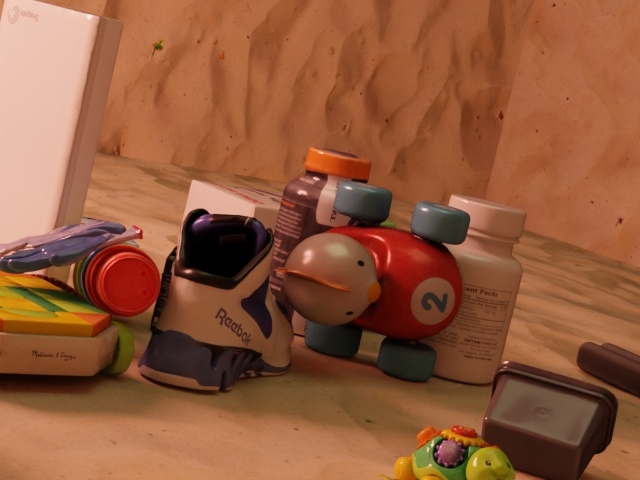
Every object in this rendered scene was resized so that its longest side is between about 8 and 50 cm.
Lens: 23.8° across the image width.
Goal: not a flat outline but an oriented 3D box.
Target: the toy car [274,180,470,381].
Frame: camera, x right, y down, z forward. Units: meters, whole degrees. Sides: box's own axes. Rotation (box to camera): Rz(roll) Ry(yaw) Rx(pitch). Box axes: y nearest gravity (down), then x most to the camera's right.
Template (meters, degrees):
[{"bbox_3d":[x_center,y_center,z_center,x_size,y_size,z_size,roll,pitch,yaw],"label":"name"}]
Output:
[{"bbox_3d":[0.045,0.052,1.842,0.210,0.219,0.238,17,9,25],"label":"toy car"}]

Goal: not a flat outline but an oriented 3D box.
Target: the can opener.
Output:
[{"bbox_3d":[0.475,0.185,2.142,0.074,0.093,0.280,8,4,-30],"label":"can opener"}]

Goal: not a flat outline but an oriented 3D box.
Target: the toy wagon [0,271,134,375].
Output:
[{"bbox_3d":[-0.366,0.070,1.557,0.267,0.068,0.344,7,9,-41],"label":"toy wagon"}]

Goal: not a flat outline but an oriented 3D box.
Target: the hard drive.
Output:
[{"bbox_3d":[-0.350,-0.112,1.842,0.047,0.353,0.233,8,9,-41],"label":"hard drive"}]

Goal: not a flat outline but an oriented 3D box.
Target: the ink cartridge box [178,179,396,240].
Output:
[{"bbox_3d":[-0.056,-0.008,2.493,0.289,0.121,0.211,7,9,-36],"label":"ink cartridge box"}]

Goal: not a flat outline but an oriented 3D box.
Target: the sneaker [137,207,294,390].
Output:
[{"bbox_3d":[-0.092,0.056,1.704,0.128,0.182,0.315,16,8,13],"label":"sneaker"}]

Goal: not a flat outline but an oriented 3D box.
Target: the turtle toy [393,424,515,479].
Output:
[{"bbox_3d":[0.133,0.209,1.395,0.095,0.066,0.130,10,8,-26],"label":"turtle toy"}]

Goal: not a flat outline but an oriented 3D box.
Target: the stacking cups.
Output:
[{"bbox_3d":[-0.232,0.046,1.697,0.096,0.096,0.316,12,-1,-9],"label":"stacking cups"}]

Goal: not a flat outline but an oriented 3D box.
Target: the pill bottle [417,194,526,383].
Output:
[{"bbox_3d":[0.193,0.062,1.985,0.131,0.229,0.131,13,7,-2],"label":"pill bottle"}]

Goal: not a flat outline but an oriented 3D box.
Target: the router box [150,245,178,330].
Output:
[{"bbox_3d":[-0.177,0.061,1.872,0.038,0.092,0.122,13,7,-1],"label":"router box"}]

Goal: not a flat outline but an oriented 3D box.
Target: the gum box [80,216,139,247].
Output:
[{"bbox_3d":[-0.365,-0.006,2.246,0.157,0.041,0.184,10,7,-20],"label":"gum box"}]

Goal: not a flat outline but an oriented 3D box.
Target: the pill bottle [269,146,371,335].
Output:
[{"bbox_3d":[0.000,0.000,2.046,0.131,0.245,0.130,13,8,-2],"label":"pill bottle"}]

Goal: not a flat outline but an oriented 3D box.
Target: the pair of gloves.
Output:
[{"bbox_3d":[-0.276,0.007,1.636,0.159,0.023,0.198,-14,11,-18],"label":"pair of gloves"}]

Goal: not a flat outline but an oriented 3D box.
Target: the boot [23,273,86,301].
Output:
[{"bbox_3d":[-0.335,0.061,1.735,0.158,0.059,0.084,13,2,8],"label":"boot"}]

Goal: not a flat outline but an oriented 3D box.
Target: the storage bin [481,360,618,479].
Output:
[{"bbox_3d":[0.229,0.202,1.585,0.135,0.098,0.091,16,36,20],"label":"storage bin"}]
